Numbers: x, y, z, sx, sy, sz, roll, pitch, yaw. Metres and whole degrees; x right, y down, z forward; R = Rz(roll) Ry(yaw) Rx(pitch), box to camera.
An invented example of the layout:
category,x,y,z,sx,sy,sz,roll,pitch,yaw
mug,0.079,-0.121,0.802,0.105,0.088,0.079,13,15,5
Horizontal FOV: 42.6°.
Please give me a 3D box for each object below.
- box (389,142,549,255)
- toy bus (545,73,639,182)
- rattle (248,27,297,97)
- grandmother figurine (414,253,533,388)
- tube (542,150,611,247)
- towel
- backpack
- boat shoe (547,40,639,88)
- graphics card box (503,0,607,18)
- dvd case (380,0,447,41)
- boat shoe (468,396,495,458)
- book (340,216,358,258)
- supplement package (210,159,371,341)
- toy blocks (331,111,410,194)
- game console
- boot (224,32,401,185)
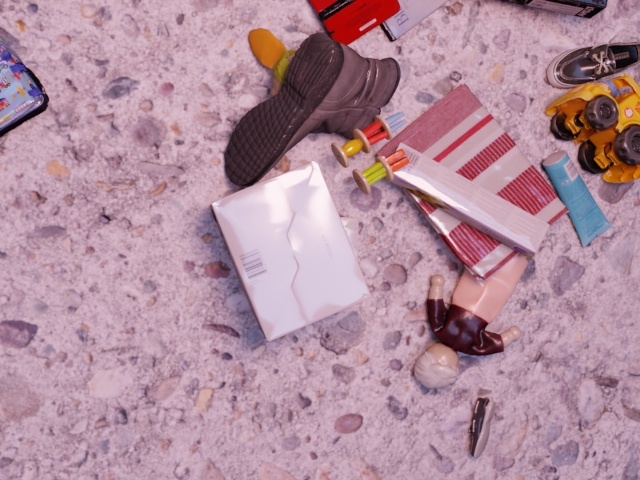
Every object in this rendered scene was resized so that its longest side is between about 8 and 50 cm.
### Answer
category,x,y,z,sx,sy,sz,roll,pitch,yaw
box,0.270,-0.076,1.548,0.324,0.063,0.067,28,82,-1
toy bus,0.603,-0.260,1.667,0.220,0.149,0.211,43,75,-11
rattle,-0.019,-0.335,1.554,0.199,0.143,0.130,-18,131,-28
grandmother figurine,0.302,0.148,1.644,0.207,0.104,0.342,32,88,13
tube,0.533,-0.088,1.708,0.080,0.052,0.207,-35,107,-5
towel,0.295,-0.114,1.606,0.237,0.037,0.329,-38,87,-8
backpack,-0.564,-0.265,1.374,0.158,0.117,0.173,-33,99,-11
boat shoe,0.571,-0.369,1.683,0.219,0.070,0.078,-19,99,-12
graphics card box,0.370,-0.573,1.548,0.370,0.094,0.233,10,90,-2
dvd case,0.185,-0.532,1.596,0.253,0.022,0.180,-38,102,-9
boat shoe,0.326,0.385,1.692,0.046,0.038,0.125,2,102,-56
book,0.000,0.000,1.585,0.144,0.035,0.096,1,92,-12
supplement package,-0.059,0.017,1.485,0.204,0.145,0.262,-22,94,-7
toy blocks,0.113,-0.167,1.498,0.148,0.054,0.123,-33,68,-11
game console,0.058,-0.461,1.557,0.144,0.085,0.124,-32,133,5
boot,-0.007,-0.211,1.509,0.222,0.118,0.338,9,134,-49
